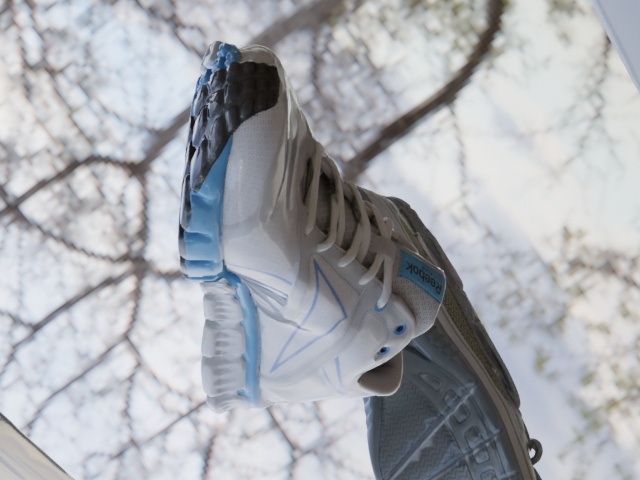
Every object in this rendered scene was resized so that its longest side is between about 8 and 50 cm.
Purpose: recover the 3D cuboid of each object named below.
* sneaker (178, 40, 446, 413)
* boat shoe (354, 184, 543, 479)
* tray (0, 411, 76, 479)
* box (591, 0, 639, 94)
[{"bbox_3d":[0.000,0.000,0.564,0.191,0.083,0.071,84,-166,-62],"label":"sneaker"},{"bbox_3d":[0.086,0.101,1.257,0.103,0.118,0.320,1,-125,-51],"label":"boat shoe"},{"bbox_3d":[-0.202,0.140,0.896,0.270,0.145,0.030,73,-172,-70],"label":"tray"},{"bbox_3d":[0.200,-0.187,0.859,0.182,0.119,0.181,58,-143,-19],"label":"box"}]
